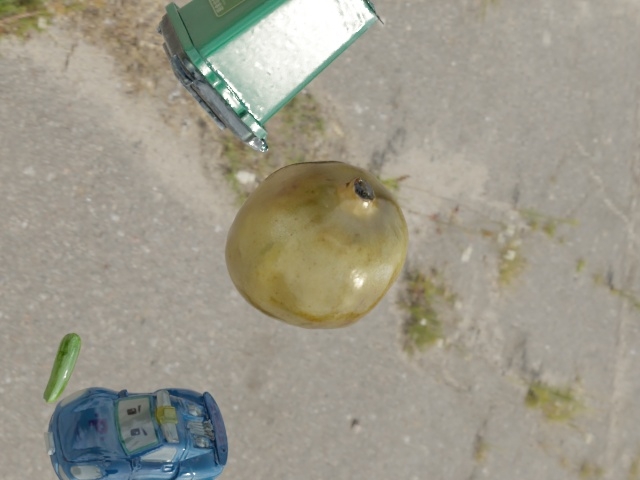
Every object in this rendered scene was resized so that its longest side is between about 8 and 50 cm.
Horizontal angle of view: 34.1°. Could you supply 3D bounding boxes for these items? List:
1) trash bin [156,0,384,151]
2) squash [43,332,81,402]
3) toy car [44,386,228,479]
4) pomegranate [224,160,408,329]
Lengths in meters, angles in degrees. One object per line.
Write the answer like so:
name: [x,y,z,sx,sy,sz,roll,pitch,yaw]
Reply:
trash bin: [-0.088,-0.395,2.030,0.381,0.259,0.295,-35,129,8]
squash: [-0.302,0.150,1.222,0.027,0.027,0.089,14,96,-50]
toy car: [-0.300,0.330,1.744,0.314,0.198,0.166,11,138,-38]
pomegranate: [-0.002,0.005,1.333,0.233,0.233,0.233,-19,116,-44]
